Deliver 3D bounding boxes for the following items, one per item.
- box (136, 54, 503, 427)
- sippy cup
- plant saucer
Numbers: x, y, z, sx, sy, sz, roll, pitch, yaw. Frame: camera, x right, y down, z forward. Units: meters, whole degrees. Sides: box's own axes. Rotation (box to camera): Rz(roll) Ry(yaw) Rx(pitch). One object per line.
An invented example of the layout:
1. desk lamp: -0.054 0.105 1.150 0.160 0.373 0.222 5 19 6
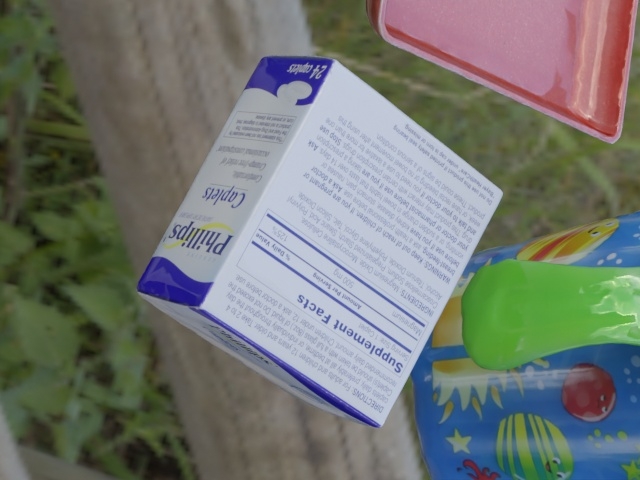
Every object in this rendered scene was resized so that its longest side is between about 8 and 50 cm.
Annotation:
1. box: 0.000 0.000 0.972 0.126 0.072 0.137 36 76 -32
2. sippy cup: 0.181 0.083 1.161 0.305 0.224 0.240 66 32 -31
3. plant saucer: 0.128 -0.220 1.365 0.258 0.048 0.259 19 75 -43
